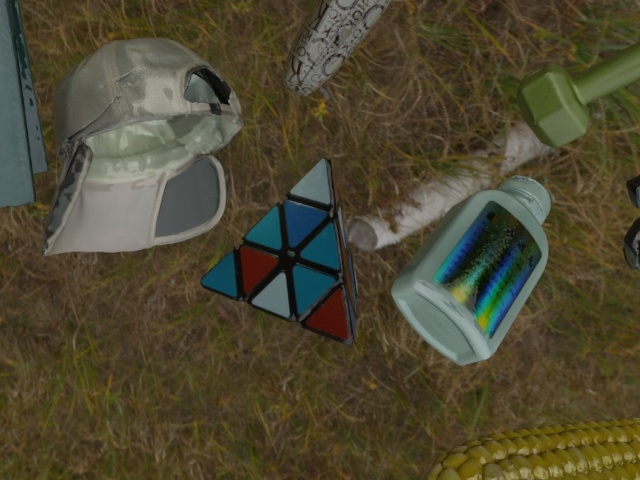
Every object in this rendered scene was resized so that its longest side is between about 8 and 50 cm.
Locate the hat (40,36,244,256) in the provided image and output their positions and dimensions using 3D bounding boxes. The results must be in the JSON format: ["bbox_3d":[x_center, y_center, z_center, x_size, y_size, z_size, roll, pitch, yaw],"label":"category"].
[{"bbox_3d":[-0.211,-0.091,0.760,0.232,0.161,0.275,-1,127,-53],"label":"hat"}]

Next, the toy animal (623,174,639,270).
[{"bbox_3d":[0.374,0.036,0.662,0.121,0.094,0.225,-15,79,6],"label":"toy animal"}]

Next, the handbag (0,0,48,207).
[{"bbox_3d":[-0.324,-0.139,0.420,0.268,0.100,0.274,-8,129,-15],"label":"handbag"}]

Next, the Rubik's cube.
[{"bbox_3d":[0.000,0.000,1.014,0.284,0.250,0.234,5,104,-24],"label":"Rubik's cube"}]

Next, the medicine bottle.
[{"bbox_3d":[0.182,0.017,0.767,0.121,0.083,0.229,45,58,-5],"label":"medicine bottle"}]

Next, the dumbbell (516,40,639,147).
[{"bbox_3d":[0.419,-0.238,0.937,0.302,0.121,0.108,-26,104,31],"label":"dumbbell"}]

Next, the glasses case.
[{"bbox_3d":[0.061,-0.353,0.957,0.085,0.137,0.355,34,112,-12],"label":"glasses case"}]

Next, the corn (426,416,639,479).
[{"bbox_3d":[0.168,0.131,0.352,0.248,0.081,0.081,1,116,-18],"label":"corn"}]
